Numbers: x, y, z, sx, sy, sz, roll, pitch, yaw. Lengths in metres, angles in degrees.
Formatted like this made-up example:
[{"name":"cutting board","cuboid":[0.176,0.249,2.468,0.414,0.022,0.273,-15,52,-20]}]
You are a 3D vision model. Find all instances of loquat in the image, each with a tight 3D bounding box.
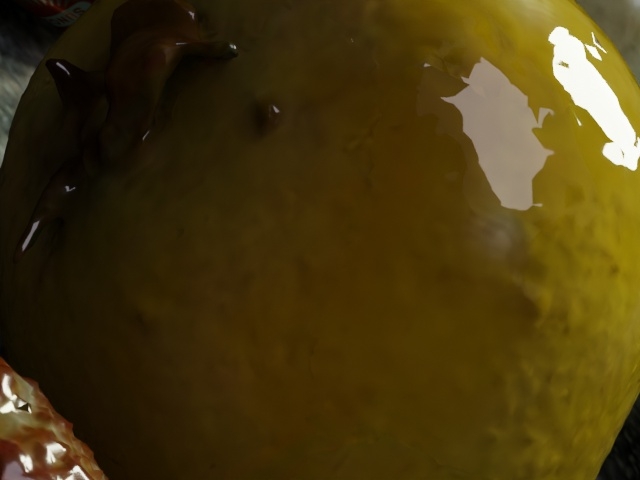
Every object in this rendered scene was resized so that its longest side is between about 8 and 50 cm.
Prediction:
[{"name":"loquat","cuboid":[0.000,0.000,0.695,0.275,0.275,0.275,35,37,-32]}]

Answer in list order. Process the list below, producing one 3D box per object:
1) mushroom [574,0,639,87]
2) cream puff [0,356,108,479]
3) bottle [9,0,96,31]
[{"name":"mushroom","cuboid":[0.099,-0.114,0.978,0.243,0.243,0.243,35,37,-32]},{"name":"cream puff","cuboid":[-0.143,0.108,0.500,0.240,0.164,0.240,31,40,-30]},{"name":"bottle","cuboid":[-0.131,-0.150,0.827,0.286,0.082,0.082,27,41,-39]}]
